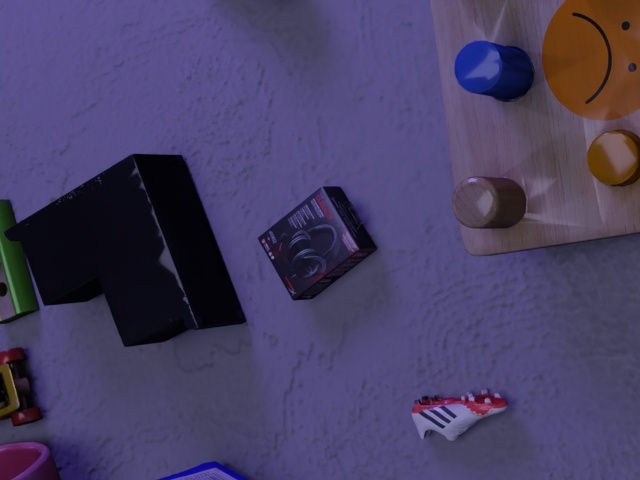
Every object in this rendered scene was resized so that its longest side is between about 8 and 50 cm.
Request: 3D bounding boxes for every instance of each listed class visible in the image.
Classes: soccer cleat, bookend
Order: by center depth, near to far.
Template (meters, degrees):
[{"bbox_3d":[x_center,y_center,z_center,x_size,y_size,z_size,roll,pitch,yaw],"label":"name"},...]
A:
[{"bbox_3d":[0.108,0.135,1.179,0.083,0.029,0.036,-8,95,33],"label":"soccer cleat"},{"bbox_3d":[-0.167,0.029,1.308,0.156,0.072,0.157,-29,77,28],"label":"bookend"}]

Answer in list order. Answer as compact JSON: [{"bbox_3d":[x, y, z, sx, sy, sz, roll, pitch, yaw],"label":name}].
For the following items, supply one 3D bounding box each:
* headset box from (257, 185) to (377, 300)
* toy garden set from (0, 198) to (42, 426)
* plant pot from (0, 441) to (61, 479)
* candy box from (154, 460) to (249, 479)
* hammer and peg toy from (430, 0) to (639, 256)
[{"bbox_3d":[0.000,0.000,1.235,0.083,0.032,0.062,-38,73,26],"label":"headset box"},{"bbox_3d":[-0.369,0.096,1.438,0.244,0.049,0.204,-21,80,28],"label":"toy garden set"},{"bbox_3d":[-0.301,0.295,1.331,0.201,0.201,0.180,-14,99,29],"label":"plant pot"},{"bbox_3d":[-0.058,0.380,1.222,0.268,0.122,0.317,26,102,26],"label":"candy box"},{"bbox_3d":[0.187,-0.181,1.072,0.266,0.127,0.361,-10,85,32],"label":"hammer and peg toy"}]
